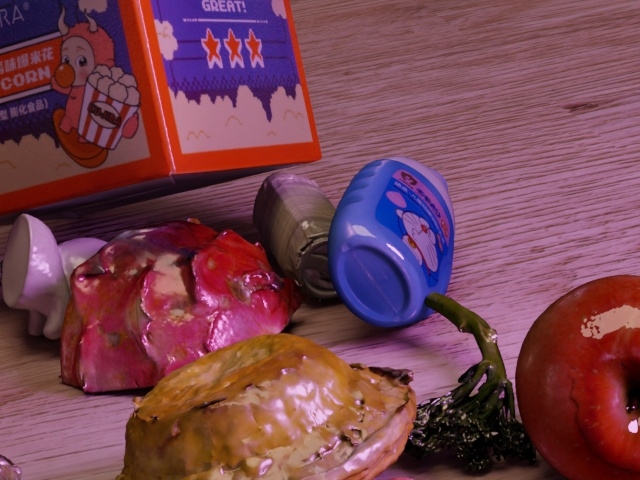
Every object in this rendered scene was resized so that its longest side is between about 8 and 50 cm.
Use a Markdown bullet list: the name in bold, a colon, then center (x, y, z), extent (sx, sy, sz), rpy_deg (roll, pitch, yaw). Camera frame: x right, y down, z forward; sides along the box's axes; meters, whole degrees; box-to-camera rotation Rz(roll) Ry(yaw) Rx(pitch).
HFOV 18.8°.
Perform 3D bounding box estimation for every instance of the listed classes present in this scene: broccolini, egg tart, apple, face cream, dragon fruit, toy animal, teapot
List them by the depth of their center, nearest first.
- **egg tart**: center (-0.064, 0.155, 1.574), extent (0.295, 0.116, 0.295), rpy_deg (-24, 10, 4)
- **apple**: center (0.246, 0.118, 1.581), extent (0.181, 0.181, 0.168), rpy_deg (-11, 1, -9)
- **broccolini**: center (0.108, 0.123, 1.740), extent (0.123, 0.062, 0.271), rpy_deg (5, 27, -10)
- **dragon fruit**: center (-0.119, 0.052, 1.888), extent (0.274, 0.126, 0.161), rpy_deg (-26, 29, -36)
- **face cream**: center (0.080, -0.007, 1.956), extent (0.083, 0.149, 0.264), rpy_deg (-30, 13, 22)
- **toy animal**: center (-0.217, 0.050, 1.995), extent (0.221, 0.130, 0.104), rpy_deg (9, -21, -30)
- **teapot**: center (0.000, 0.000, 2.051), extent (0.107, 0.077, 0.200), rpy_deg (15, 17, -20)

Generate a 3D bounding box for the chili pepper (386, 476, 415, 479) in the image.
- **chili pepper**: center (0.058, 0.228, 1.487), extent (0.192, 0.084, 0.086), rpy_deg (-18, 58, -19)

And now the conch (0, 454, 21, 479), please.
- **conch**: center (-0.400, 0.208, 1.583), extent (0.291, 0.159, 0.210), rpy_deg (24, -7, -35)

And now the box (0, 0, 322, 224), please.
- **box**: center (-0.237, -0.167, 2.071), extent (0.349, 0.256, 0.319), rpy_deg (-12, -2, 30)
